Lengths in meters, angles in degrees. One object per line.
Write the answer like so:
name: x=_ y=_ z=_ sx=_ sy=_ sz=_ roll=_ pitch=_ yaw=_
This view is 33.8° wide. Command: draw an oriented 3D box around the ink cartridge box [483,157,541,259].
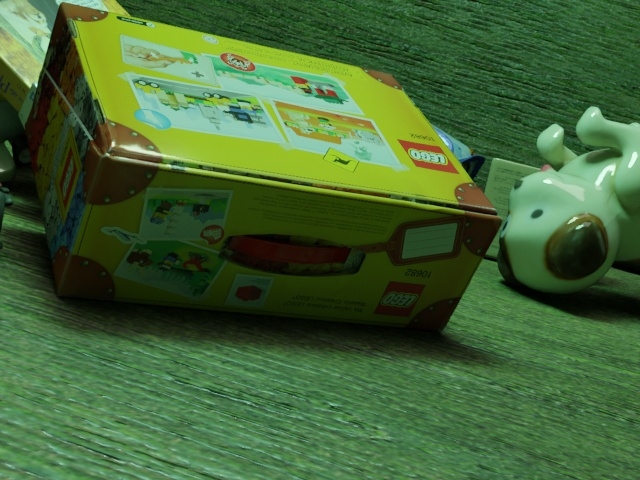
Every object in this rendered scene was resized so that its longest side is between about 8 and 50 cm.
ink cartridge box: x=0.426 y=-0.043 z=2.047 sx=0.234 sy=0.193 sz=0.088 roll=15 pitch=6 yaw=8

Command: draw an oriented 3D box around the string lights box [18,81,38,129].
string lights box: x=-0.296 y=-0.165 z=1.564 sx=0.259 sy=0.077 sz=0.133 roll=-8 pitch=59 yaw=-40

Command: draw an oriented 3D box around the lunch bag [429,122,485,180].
lunch bag: x=0.099 y=-0.154 z=2.018 sx=0.328 sy=0.239 sz=0.385 roll=32 pitch=19 yaw=19

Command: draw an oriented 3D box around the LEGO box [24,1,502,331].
LEGO box: x=-0.085 y=-0.090 z=1.328 sx=0.500 sy=0.193 sz=0.372 roll=8 pitch=33 yaw=-27

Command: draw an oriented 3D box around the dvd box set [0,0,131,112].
dvd box set: x=-0.344 y=-0.239 z=1.704 sx=0.420 sy=0.062 sz=0.307 roll=46 pitch=40 yaw=7

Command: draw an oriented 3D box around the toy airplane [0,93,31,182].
toy airplane: x=-0.622 y=-0.273 z=1.773 sx=0.386 sy=0.272 sz=0.384 roll=28 pitch=30 yaw=-6

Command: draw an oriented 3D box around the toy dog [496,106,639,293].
toy dog: x=0.487 y=-0.036 z=1.813 sx=0.408 sy=0.395 sz=0.284 roll=-13 pitch=9 yaw=-26

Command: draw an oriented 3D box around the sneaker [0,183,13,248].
sneaker: x=-0.468 y=-0.060 z=1.284 sx=0.135 sy=0.097 sz=0.276 roll=10 pitch=11 yaw=-29
